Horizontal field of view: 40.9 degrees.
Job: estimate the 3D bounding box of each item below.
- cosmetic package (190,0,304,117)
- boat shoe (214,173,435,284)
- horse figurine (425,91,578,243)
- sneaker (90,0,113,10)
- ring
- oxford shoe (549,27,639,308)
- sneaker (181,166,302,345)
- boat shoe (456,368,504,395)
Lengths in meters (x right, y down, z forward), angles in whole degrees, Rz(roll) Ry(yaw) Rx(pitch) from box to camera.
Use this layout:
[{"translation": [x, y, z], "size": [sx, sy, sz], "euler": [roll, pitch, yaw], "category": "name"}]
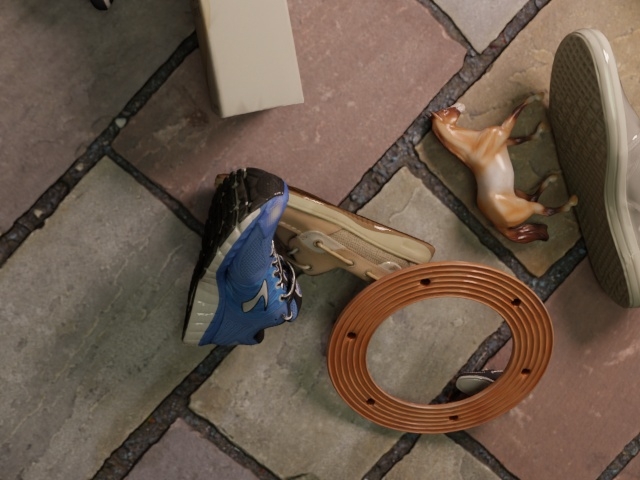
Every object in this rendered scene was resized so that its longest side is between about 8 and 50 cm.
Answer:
[{"translation": [-0.112, -0.323, 1.110], "size": [0.113, 0.160, 0.309], "euler": [-11, 103, -9], "category": "cosmetic package"}, {"translation": [0.000, 0.000, 1.220], "size": [0.341, 0.122, 0.110], "euler": [21, 95, -17], "category": "boat shoe"}, {"translation": [0.283, -0.100, 1.293], "size": [0.175, 0.066, 0.263], "euler": [-23, 103, -13], "category": "horse figurine"}, {"translation": [-0.267, -0.415, 1.094], "size": [0.097, 0.084, 0.234], "euler": [-6, 103, -13], "category": "sneaker"}, {"translation": [0.176, 0.163, 1.282], "size": [0.337, 0.032, 0.336], "euler": [-2, 125, -2], "category": "ring"}, {"translation": [0.449, -0.109, 1.279], "size": [0.130, 0.169, 0.449], "euler": [-24, 113, -4], "category": "oxford shoe"}, {"translation": [-0.087, 0.032, 1.144], "size": [0.147, 0.129, 0.330], "euler": [10, 140, -12], "category": "sneaker"}, {"translation": [0.274, 0.224, 1.372], "size": [0.125, 0.038, 0.046], "euler": [7, 133, -9], "category": "boat shoe"}]
